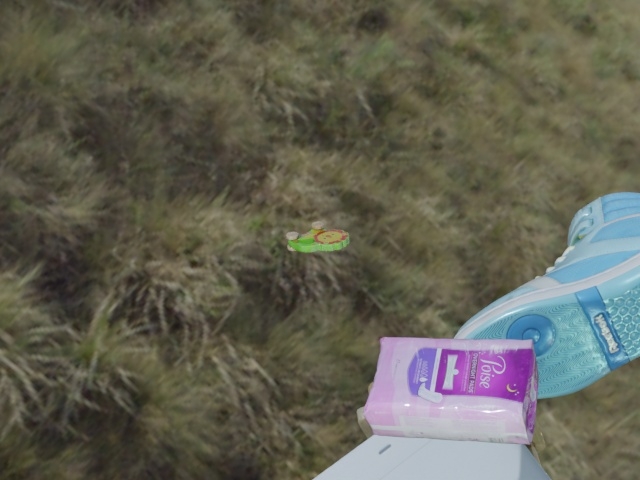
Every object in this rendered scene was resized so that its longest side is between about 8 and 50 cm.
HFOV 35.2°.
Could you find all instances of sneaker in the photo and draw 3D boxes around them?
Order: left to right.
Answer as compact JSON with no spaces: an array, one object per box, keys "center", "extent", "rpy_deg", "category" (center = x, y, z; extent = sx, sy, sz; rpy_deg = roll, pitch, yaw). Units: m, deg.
[{"center":[0.283,0.054,1.125],"extent":[0.208,0.318,0.127],"rpy_deg":[-102,172,-66],"category":"sneaker"}]

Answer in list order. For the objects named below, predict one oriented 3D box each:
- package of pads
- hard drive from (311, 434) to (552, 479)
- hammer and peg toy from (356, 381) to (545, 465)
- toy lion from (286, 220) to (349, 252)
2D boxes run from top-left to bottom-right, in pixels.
[{"center":[0.067,0.075,0.509],"extent":[0.032,0.083,0.050],"rpy_deg":[70,27,-44],"category":"package of pads"},{"center":[0.125,0.271,0.731],"extent":[0.203,0.040,0.308],"rpy_deg":[-30,76,-28],"category":"hard drive"},{"center":[0.222,0.333,1.617],"extent":[0.361,0.265,0.127],"rpy_deg":[62,14,-47],"category":"hammer and peg toy"},{"center":[0.000,0.000,1.886],"extent":[0.100,0.034,0.096],"rpy_deg":[-22,30,-33],"category":"toy lion"}]
